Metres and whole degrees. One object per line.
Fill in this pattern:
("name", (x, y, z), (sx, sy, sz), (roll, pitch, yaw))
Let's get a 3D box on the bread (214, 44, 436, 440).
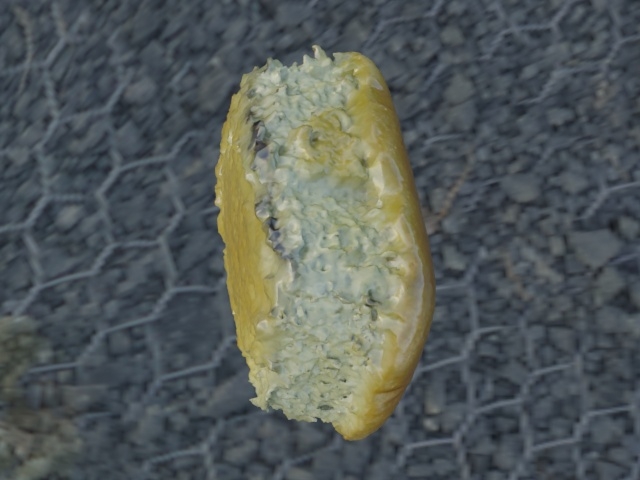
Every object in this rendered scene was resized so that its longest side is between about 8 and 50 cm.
("bread", (0.000, 0.000, 1.238), (0.121, 0.174, 0.245), (-5, 47, -12))
